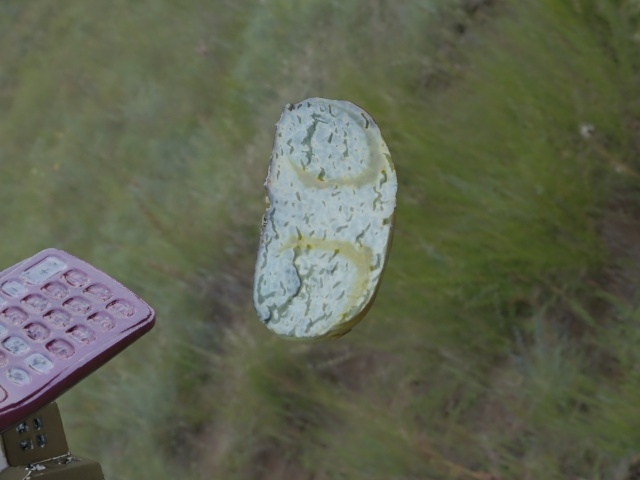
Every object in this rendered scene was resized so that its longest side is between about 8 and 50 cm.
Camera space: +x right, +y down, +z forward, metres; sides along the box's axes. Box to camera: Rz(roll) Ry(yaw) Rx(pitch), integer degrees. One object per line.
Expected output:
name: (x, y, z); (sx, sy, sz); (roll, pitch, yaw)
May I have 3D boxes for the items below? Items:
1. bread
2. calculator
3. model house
bread: (0.000, 0.000, 0.871); (0.094, 0.083, 0.157); (106, 173, -51)
calculator: (-0.214, 0.075, 0.957); (0.126, 0.190, 0.034); (28, 135, 36)
model house: (-0.313, 0.236, 1.151); (0.176, 0.248, 0.181); (-12, 92, 49)
